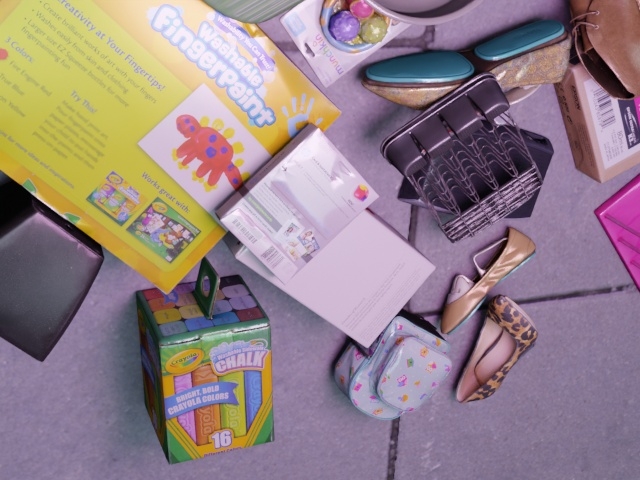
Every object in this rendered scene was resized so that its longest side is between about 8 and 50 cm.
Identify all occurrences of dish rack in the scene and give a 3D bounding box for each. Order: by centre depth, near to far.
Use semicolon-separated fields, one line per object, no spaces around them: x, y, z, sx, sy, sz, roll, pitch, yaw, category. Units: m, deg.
0.238;-0.115;1.541;0.208;0.074;0.271;-33;140;7;dish rack

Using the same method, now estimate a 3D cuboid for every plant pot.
-0.411;0.019;1.355;0.167;0.187;0.188;-45;122;6;plant pot

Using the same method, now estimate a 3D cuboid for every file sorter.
0.694;0.013;1.809;0.202;0.182;0.290;-40;122;-1;file sorter

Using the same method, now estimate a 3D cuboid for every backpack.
0.123;0.223;1.704;0.166;0.144;0.188;30;103;-36;backpack

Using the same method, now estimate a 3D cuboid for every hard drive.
0.272;-0.115;1.652;0.255;0.054;0.172;7;111;-25;hard drive

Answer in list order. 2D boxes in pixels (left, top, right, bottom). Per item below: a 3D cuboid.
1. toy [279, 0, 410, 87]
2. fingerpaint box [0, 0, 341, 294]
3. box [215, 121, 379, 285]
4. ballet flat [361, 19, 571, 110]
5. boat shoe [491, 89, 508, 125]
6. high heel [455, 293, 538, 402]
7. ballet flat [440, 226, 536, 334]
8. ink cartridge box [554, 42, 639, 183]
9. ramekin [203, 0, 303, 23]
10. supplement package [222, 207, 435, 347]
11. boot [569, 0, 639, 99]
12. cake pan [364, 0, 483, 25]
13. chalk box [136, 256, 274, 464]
0.075;-0.346;1.461;0.237;0.056;0.137;-38;121;-2;toy
-0.258;-0.206;1.330;0.371;0.163;0.445;-46;122;5;fingerpaint box
-0.032;-0.050;1.363;0.186;0.038;0.145;-43;118;1;box
0.237;-0.251;1.533;0.349;0.123;0.123;-17;119;-11;ballet flat
0.293;-0.239;1.613;0.035;0.035;0.100;-5;91;-10;boat shoe
0.301;0.204;1.758;0.186;0.093;0.261;-42;147;-5;high heel
0.284;0.068;1.747;0.232;0.080;0.073;-44;94;-1;ballet flat
0.516;-0.246;1.670;0.193;0.088;0.234;-28;120;-6;ink cartridge box
-0.095;-0.422;1.215;0.148;0.303;0.303;-27;127;30;ramekin
0.000;0.000;1.524;0.293;0.177;0.175;36;96;-32;supplement package
0.431;-0.357;1.509;0.115;0.112;0.305;-37;94;-20;boot
0.141;-0.459;1.401;0.293;0.054;0.293;-4;101;-19;cake pan
-0.184;0.172;1.532;0.179;0.180;0.288;-10;116;-18;chalk box
